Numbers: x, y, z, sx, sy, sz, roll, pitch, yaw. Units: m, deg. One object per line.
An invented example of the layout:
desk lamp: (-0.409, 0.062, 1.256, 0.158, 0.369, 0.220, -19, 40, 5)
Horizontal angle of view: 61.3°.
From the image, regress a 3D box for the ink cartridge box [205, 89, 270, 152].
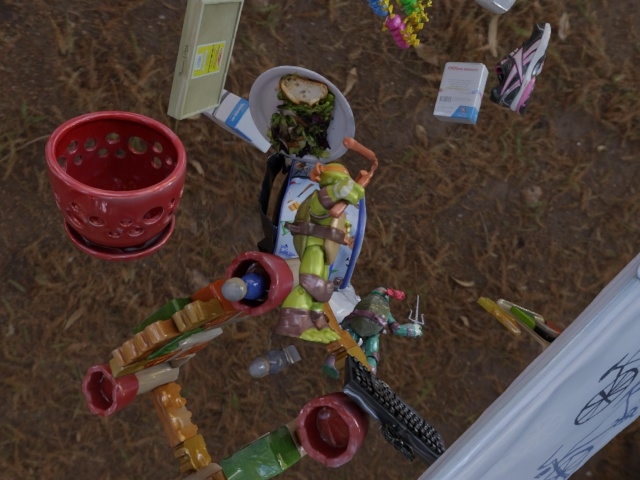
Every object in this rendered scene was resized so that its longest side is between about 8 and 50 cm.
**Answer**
ink cartridge box: (-0.234, -0.345, 1.508, 0.085, 0.203, 0.148, -56, 146, 1)

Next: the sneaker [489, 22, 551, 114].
sneaker: (0.355, -0.316, 0.967, 0.077, 0.072, 0.178, 19, 74, 18)

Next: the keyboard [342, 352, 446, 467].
keyboard: (0.097, 0.221, 0.670, 0.180, 0.108, 0.023, 43, 107, -10)

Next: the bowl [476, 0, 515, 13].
bowl: (0.529, -0.727, 1.558, 0.142, 0.053, 0.142, 5, 130, -43)

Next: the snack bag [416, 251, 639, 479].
snack bag: (0.219, 0.125, 0.444, 0.343, 0.037, 0.323, 21, 113, -47)

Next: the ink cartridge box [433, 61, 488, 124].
ink cartridge box: (0.312, -0.327, 1.201, 0.052, 0.089, 0.122, 9, 95, -60)

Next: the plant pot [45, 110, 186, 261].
plant pot: (-0.310, -0.074, 0.828, 0.191, 0.191, 0.174, 9, 136, -14)

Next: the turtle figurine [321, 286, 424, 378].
turtle figurine: (0.101, 0.178, 1.096, 0.234, 0.175, 0.118, -59, 133, -32)

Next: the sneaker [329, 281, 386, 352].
sneaker: (0.060, 0.202, 1.393, 0.137, 0.366, 0.210, -45, 75, 7)

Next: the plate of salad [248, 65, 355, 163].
plate of salad: (-0.038, -0.208, 0.941, 0.200, 0.048, 0.199, 15, 141, 13)

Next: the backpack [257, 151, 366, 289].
backpack: (-0.025, -0.005, 1.048, 0.213, 0.263, 0.276, 11, 121, 5)

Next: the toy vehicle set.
toy vehicle set: (-0.259, -0.415, 1.218, 0.035, 0.166, 0.266, 28, 122, 11)

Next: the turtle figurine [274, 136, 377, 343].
turtle figurine: (0.000, 0.000, 0.598, 0.087, 0.269, 0.217, 10, 83, 0)

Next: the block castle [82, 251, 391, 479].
block castle: (-0.154, 0.233, 0.805, 0.453, 0.213, 0.303, -35, 75, 27)

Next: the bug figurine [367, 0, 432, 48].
bug figurine: (0.169, -0.558, 1.230, 0.072, 0.279, 0.216, -13, 132, 36)

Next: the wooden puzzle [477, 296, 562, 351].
wooden puzzle: (0.196, 0.080, 0.474, 0.116, 0.078, 0.014, 20, 111, -34)
